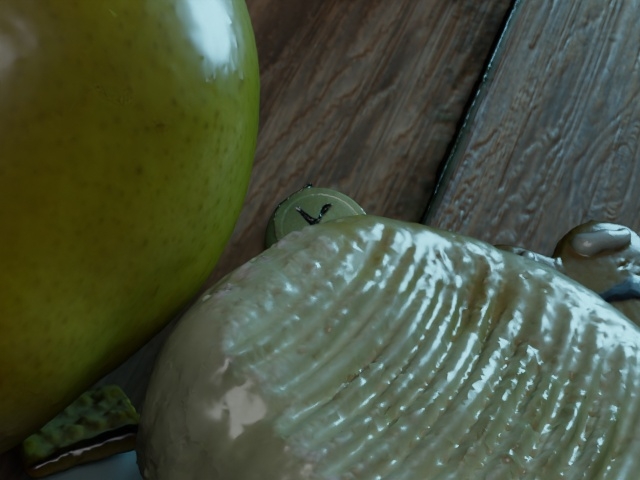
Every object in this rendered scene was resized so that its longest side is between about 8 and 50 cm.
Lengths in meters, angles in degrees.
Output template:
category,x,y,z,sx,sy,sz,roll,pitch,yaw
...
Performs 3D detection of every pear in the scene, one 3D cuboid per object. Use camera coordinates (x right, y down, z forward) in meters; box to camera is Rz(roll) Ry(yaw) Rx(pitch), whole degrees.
category,x,y,z,sx,sy,sz,roll,pitch,yaw
pear,-0.217,-0.070,0.713,0.362,0.362,0.418,13,55,-7

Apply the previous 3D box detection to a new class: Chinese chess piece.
category,x,y,z,sx,sy,sz,roll,pitch,yaw
Chinese chess piece,0.000,0.000,0.921,0.084,0.034,0.084,7,59,-12

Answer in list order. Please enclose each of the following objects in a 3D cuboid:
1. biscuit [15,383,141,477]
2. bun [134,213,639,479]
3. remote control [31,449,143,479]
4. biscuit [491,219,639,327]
category,x,y,z,sx,sy,sz,roll,pitch,yaw
biscuit,-0.159,0.122,0.791,0.083,0.018,0.081,-15,24,-23
bun,0.066,0.158,0.736,0.365,0.219,0.365,14,41,-13
remote control,-0.089,0.264,0.729,0.103,0.051,0.293,-17,66,-30
biscuit,0.239,0.115,0.912,0.197,0.049,0.301,-18,67,-21
